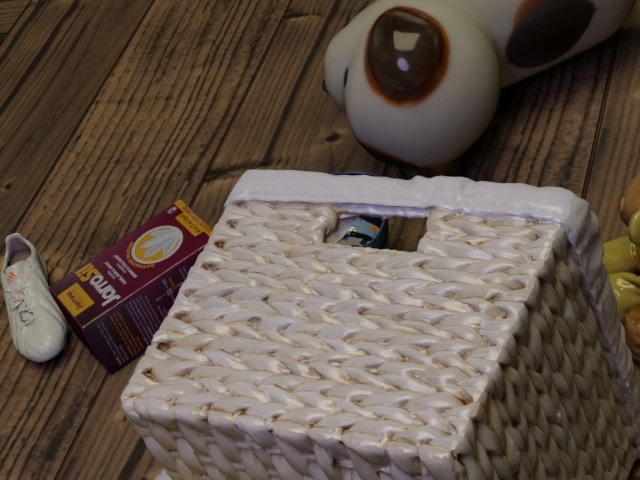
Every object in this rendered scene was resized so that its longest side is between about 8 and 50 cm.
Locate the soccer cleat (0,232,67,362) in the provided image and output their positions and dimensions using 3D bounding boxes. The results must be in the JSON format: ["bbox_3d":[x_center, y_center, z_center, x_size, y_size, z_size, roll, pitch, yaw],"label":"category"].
[{"bbox_3d":[-0.346,0.069,1.647,0.068,0.076,0.196,-24,39,-2],"label":"soccer cleat"}]

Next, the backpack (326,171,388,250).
[{"bbox_3d":[0.000,0.000,1.530,0.173,0.117,0.158,-5,42,21],"label":"backpack"}]

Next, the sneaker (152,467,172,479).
[{"bbox_3d":[-0.103,0.235,1.338,0.108,0.100,0.271,22,62,30],"label":"sneaker"}]

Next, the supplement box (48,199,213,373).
[{"bbox_3d":[-0.199,0.051,1.594,0.188,0.081,0.104,-35,41,-14],"label":"supplement box"}]

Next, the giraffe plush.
[{"bbox_3d":[0.338,0.004,1.323,0.210,0.170,0.181,11,49,34],"label":"giraffe plush"}]

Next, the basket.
[{"bbox_3d":[0.065,0.143,1.170,0.328,0.331,0.266,5,48,30],"label":"basket"}]

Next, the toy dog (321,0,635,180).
[{"bbox_3d":[0.179,-0.247,1.650,0.395,0.285,0.408,33,63,25],"label":"toy dog"}]
